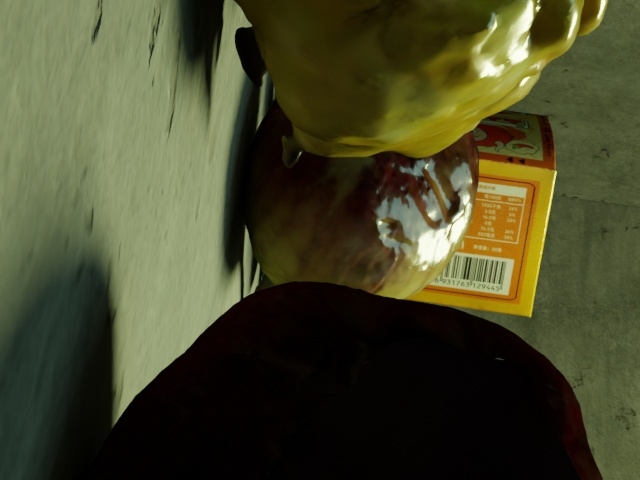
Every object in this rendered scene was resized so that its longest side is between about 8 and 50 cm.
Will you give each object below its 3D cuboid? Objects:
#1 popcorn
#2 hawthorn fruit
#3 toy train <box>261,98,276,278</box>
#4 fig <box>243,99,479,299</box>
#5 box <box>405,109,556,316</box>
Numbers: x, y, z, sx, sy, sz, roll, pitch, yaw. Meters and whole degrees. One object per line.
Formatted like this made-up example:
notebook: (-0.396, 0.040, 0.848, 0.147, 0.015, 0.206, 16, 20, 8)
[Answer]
popcorn: (0.042, -0.145, 0.774, 0.253, 0.191, 0.190, 95, -29, -80)
hawthorn fruit: (0.008, 0.140, 0.602, 0.215, 0.215, 0.249, -79, 174, -50)
toy train: (0.019, -0.038, 1.160, 0.081, 0.125, 0.194, -74, 168, -61)
fig: (0.014, 0.003, 1.044, 0.160, 0.143, 0.230, -29, 142, -47)
box: (0.143, -0.060, 2.042, 0.259, 0.283, 0.214, -77, 175, -69)
